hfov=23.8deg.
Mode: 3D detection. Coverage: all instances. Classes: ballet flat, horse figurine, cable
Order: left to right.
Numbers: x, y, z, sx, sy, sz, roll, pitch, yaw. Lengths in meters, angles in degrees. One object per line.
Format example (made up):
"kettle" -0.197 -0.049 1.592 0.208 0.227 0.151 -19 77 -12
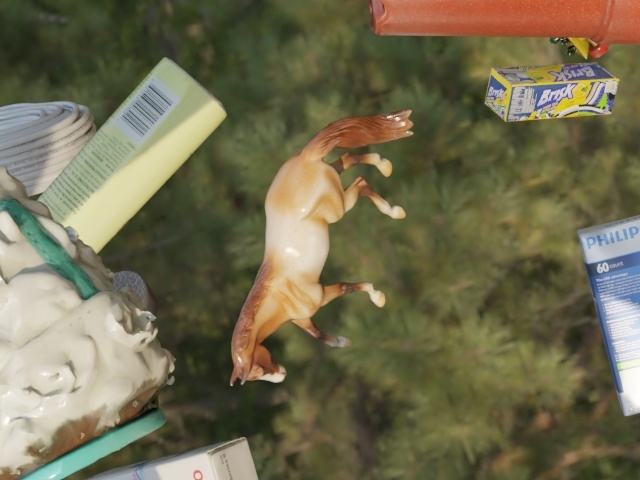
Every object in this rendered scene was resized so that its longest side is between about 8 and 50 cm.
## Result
"ballet flat" -0.232 0.103 0.612 0.147 0.409 0.147 45 -156 -27
"cable" -0.406 -0.105 1.904 0.257 0.257 0.089 -41 -57 -61
"horse figurine" 0.000 0.000 1.347 0.066 0.174 0.263 19 97 43

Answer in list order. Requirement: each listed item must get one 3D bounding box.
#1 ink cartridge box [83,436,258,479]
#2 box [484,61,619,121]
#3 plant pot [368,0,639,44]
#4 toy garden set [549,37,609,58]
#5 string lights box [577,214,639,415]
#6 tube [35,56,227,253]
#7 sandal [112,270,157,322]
"ink cartridge box" -0.173 0.334 1.802 0.093 0.212 0.154 -14 -94 -61
"box" 0.306 -0.197 2.008 0.059 0.169 0.054 -129 41 -50
"plant pot" 0.169 -0.290 1.336 0.272 0.265 0.272 -5 -90 -89
"toy garden set" 0.245 -0.314 1.908 0.204 0.049 0.244 45 179 -23
"string lights box" 0.450 0.097 2.094 0.077 0.133 0.260 -34 -70 -82
"tube" -0.167 -0.022 1.066 0.062 0.240 0.070 42 177 4
"sandal" -0.275 0.108 1.491 0.054 0.254 0.097 60 -162 -47
